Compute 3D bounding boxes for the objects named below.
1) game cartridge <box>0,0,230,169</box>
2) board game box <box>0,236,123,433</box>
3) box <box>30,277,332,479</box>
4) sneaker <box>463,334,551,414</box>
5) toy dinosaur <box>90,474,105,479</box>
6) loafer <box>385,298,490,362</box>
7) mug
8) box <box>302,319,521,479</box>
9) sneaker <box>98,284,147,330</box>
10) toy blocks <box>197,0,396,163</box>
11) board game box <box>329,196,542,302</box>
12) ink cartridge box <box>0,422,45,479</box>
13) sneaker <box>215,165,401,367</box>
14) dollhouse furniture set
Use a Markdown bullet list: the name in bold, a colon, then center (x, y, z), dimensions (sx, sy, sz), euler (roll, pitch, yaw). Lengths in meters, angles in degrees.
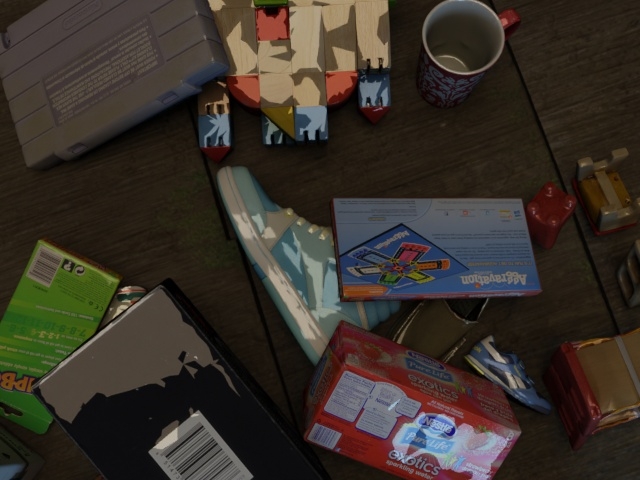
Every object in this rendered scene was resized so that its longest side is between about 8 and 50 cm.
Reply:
- **game cartridge**: center (-0.311, -0.268, 1.195), dimensions (0.355, 0.068, 0.230), euler (-23, 84, 22)
- **board game box**: center (-0.387, 0.137, 1.156), dimensions (0.124, 0.039, 0.260), euler (27, 98, -5)
- **box**: center (-0.150, 0.230, 1.011), dimensions (0.179, 0.312, 0.343), euler (-39, 95, -8)
- **sneaker**: center (0.277, 0.194, 1.182), dimensions (0.144, 0.053, 0.059), euler (38, 80, 5)
- **toy dinosaur**: center (-0.312, 0.378, 1.091), dimensions (0.127, 0.295, 0.201), euler (25, 67, -39)
- **loafer**: center (0.170, 0.111, 1.178), dimensions (0.094, 0.087, 0.251), euler (35, 81, 6)
- **mug**: center (0.212, -0.264, 1.207), dimensions (0.150, 0.169, 0.113), euler (-2, 79, -1)
- **box**: center (0.115, 0.226, 1.092), dimensions (0.256, 0.123, 0.128), euler (23, 109, -10)
- **sneaker**: center (-0.324, 0.117, 1.190), dimensions (0.161, 0.057, 0.075), euler (-14, 74, -6)
- **toy blocks**: center (-0.041, -0.252, 1.218), dimensions (0.381, 0.191, 0.261), euler (-3, 91, 0)
- **board game box**: center (0.157, 0.010, 1.131), dimensions (0.281, 0.027, 0.145), euler (0, 66, -13)
- **ink cartridge box**: center (-0.474, 0.280, 1.079), dimensions (0.160, 0.219, 0.093), euler (37, 78, 5)
- **sneaker**: center (0.000, 0.000, 1.183), dimensions (0.208, 0.127, 0.319), euler (-30, 91, -4)
- **dollhouse furniture set**: center (0.396, 0.078, 1.178), dimensions (0.201, 0.152, 0.374), euler (-14, 63, -2)
